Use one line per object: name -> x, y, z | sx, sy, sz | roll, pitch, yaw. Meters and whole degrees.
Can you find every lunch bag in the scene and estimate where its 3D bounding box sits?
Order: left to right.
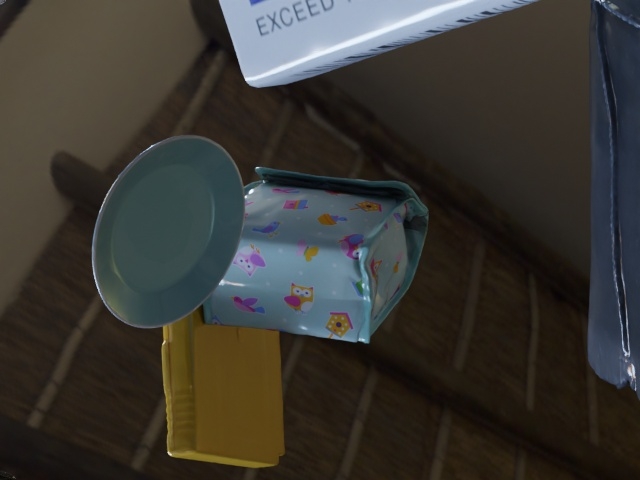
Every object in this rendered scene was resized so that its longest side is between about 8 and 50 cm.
lunch bag -> 0.000, 0.000, 1.414 | 0.223, 0.160, 0.262 | 6, -153, 20

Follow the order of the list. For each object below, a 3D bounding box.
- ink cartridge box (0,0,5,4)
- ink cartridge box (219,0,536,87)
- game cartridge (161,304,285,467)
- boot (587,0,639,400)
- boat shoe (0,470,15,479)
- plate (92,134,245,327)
ink cartridge box -> -0.430, -0.485, 1.456 | 0.395, 0.166, 0.285 | -50, -178, 22
ink cartridge box -> 0.057, -0.235, 0.283 | 0.324, 0.330, 0.071 | -12, -169, 43
game cartridge -> -0.125, 0.123, 1.476 | 0.052, 0.285, 0.324 | -8, -107, 19
boot -> 0.289, -0.060, 0.849 | 0.146, 0.445, 0.367 | -3, -165, -1
boat shoe -> -0.383, 0.242, 1.174 | 0.080, 0.228, 0.076 | -28, -124, 16
plate -> -0.144, -0.010, 1.076 | 0.024, 0.188, 0.188 | 23, -118, 37
